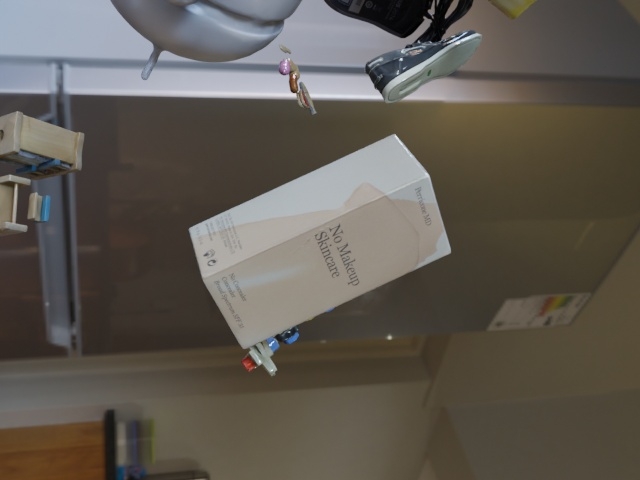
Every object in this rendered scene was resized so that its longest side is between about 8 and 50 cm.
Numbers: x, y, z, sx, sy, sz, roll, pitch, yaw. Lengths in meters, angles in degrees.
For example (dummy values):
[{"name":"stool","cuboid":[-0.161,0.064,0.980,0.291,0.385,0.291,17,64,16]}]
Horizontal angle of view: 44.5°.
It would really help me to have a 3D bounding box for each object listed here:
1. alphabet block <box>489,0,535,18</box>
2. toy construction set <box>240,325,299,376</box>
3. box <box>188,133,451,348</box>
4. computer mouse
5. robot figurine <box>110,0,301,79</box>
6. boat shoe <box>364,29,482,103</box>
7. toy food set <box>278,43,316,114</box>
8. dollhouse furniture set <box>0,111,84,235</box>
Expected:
[{"name":"alphabet block","cuboid":[0.285,-0.488,1.149,0.193,0.197,0.192,-37,-151,47]},{"name":"toy construction set","cuboid":[-0.058,0.130,1.613,0.328,0.151,0.215,-52,-163,-12]},{"name":"box","cuboid":[0.000,0.000,1.042,0.121,0.311,0.148,-117,-178,-53]},{"name":"computer mouse","cuboid":[0.112,-0.424,1.373,0.188,0.272,0.072,-56,-157,24]},{"name":"robot figurine","cuboid":[-0.077,-0.311,0.715,0.353,0.199,0.300,-50,-165,30]},{"name":"boat shoe","cuboid":[0.183,-0.319,1.350,0.079,0.233,0.084,52,-24,21]},{"name":"toy food set","cuboid":[-0.046,-0.271,1.336,0.122,0.019,0.078,68,16,4]},{"name":"dollhouse furniture set","cuboid":[-0.484,-0.093,1.271,0.129,0.129,0.184,-7,-103,35]}]
